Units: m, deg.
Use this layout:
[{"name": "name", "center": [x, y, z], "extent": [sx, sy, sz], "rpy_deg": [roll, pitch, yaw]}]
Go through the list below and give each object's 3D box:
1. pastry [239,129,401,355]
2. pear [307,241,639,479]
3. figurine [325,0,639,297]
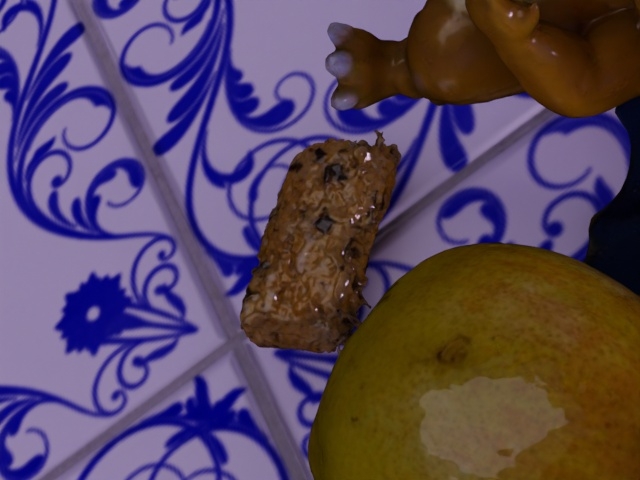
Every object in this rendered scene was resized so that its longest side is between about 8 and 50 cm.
[{"name": "pastry", "center": [0.000, 0.000, 1.024], "extent": [0.080, 0.056, 0.140], "rpy_deg": [4, 65, 21]}, {"name": "pear", "center": [0.097, 0.102, 0.823], "extent": [0.200, 0.200, 0.200], "rpy_deg": [-15, 58, 25]}, {"name": "figurine", "center": [0.201, -0.191, 0.869], "extent": [0.387, 0.268, 0.401], "rpy_deg": [-9, 57, 32]}]
